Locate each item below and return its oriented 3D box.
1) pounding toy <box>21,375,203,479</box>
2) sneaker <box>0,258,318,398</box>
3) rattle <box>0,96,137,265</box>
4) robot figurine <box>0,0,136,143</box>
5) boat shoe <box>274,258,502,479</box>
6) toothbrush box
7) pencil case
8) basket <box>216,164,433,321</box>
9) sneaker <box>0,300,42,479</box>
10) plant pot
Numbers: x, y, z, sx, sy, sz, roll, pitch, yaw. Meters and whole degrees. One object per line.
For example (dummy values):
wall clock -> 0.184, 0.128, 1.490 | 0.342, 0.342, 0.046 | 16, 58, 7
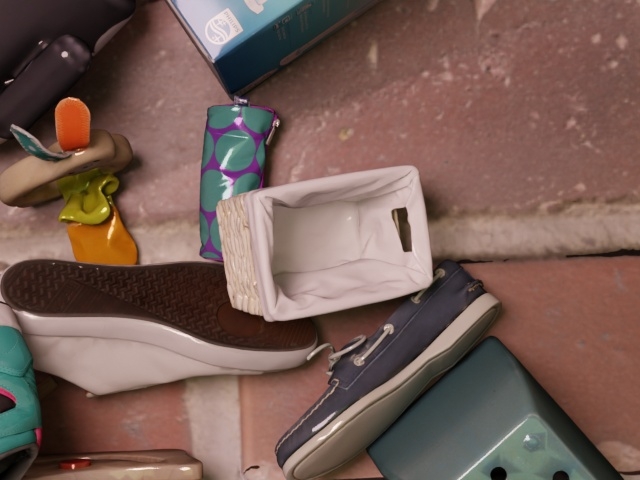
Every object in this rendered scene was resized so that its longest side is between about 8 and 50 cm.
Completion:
pounding toy -> -0.237, 0.203, 0.977 | 0.269, 0.154, 0.155 | -2, 89, 0
sneaker -> -0.152, 0.089, 1.024 | 0.290, 0.106, 0.123 | 9, 133, -11
rattle -> -0.208, -0.029, 0.956 | 0.130, 0.199, 0.143 | -3, 83, -23
robot figurine -> -0.277, -0.205, 0.965 | 0.278, 0.209, 0.173 | -43, 108, 11
boat shoe -> 0.051, 0.115, 1.002 | 0.254, 0.095, 0.079 | -42, 66, -9
toothbrush box -> 0.004, -0.265, 0.957 | 0.295, 0.216, 0.126 | -33, 89, 0
pencil case -> -0.076, -0.054, 1.027 | 0.070, 0.064, 0.152 | 3, 89, 11
basket -> 0.000, 0.000, 0.974 | 0.167, 0.103, 0.113 | -11, 96, -29
sneaker -> -0.340, 0.177, 0.834 | 0.295, 0.124, 0.178 | -23, 65, -23
plant pot -> 0.154, 0.199, 0.935 | 0.165, 0.234, 0.166 | -42, 88, -1
